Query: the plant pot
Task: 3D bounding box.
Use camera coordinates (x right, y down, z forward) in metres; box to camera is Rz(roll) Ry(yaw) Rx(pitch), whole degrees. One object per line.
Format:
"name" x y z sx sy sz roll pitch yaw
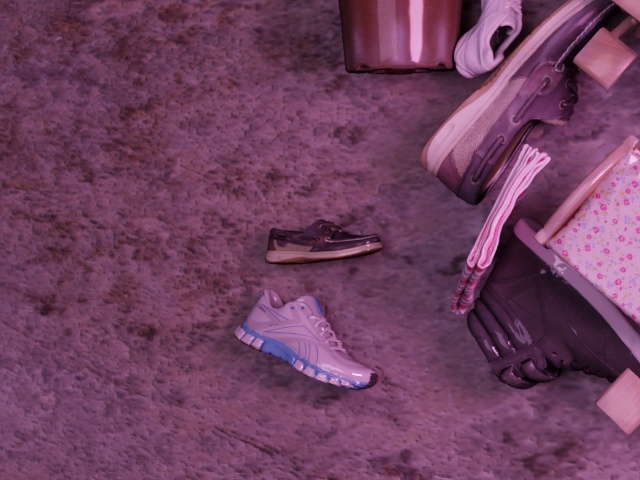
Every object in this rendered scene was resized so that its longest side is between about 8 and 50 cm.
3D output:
"plant pot" 0.087 -0.267 1.764 0.167 0.167 0.165 1 94 31

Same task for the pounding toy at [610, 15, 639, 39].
"pounding toy" 0.366 -0.245 1.622 0.141 0.100 0.130 4 87 31

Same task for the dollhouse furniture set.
"dollhouse furniture set" 0.287 -0.053 1.491 0.303 0.174 0.355 43 96 18

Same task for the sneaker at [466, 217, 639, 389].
"sneaker" 0.270 0.120 1.650 0.296 0.105 0.147 45 110 32

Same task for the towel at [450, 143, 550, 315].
"towel" 0.180 -0.005 1.644 0.029 0.197 0.144 27 75 7

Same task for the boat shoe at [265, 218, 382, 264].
"boat shoe" 0.000 0.000 1.841 0.152 0.056 0.049 -6 88 30

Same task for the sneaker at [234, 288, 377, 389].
"sneaker" -0.011 0.108 1.832 0.191 0.071 0.082 24 92 30

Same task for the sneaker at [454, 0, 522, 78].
"sneaker" 0.197 -0.244 1.729 0.061 0.054 0.152 -2 65 60

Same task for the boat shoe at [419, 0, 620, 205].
"boat shoe" 0.228 -0.155 1.702 0.285 0.103 0.092 -46 79 16
